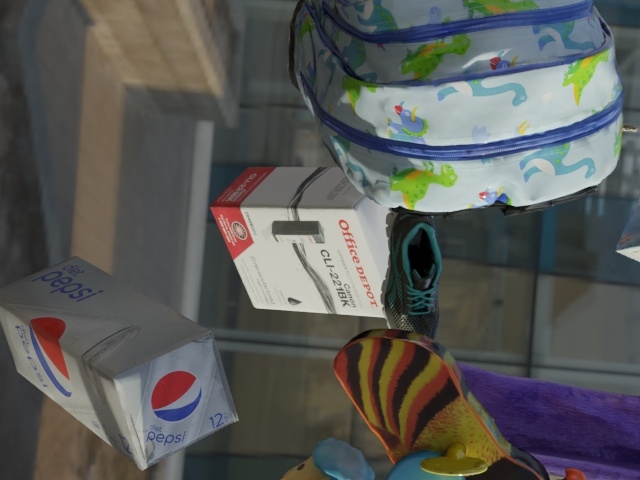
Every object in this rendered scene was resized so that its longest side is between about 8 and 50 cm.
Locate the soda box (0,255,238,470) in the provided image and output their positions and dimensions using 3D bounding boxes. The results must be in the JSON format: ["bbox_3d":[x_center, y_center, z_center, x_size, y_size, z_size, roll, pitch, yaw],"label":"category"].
[{"bbox_3d":[-0.192,0.100,1.170,0.286,0.098,0.091,22,-49,54],"label":"soda box"}]

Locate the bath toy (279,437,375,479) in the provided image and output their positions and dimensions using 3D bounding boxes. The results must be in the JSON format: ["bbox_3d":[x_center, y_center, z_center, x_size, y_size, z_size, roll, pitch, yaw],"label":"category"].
[{"bbox_3d":[-0.052,0.298,1.080,0.348,0.151,0.129,-41,155,-58],"label":"bath toy"}]

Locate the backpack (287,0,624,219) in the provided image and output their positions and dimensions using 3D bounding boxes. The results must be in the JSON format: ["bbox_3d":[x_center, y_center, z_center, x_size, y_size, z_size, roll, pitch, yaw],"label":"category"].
[{"bbox_3d":[0.117,-0.145,1.105,0.356,0.290,0.273,-94,-178,-54],"label":"backpack"}]

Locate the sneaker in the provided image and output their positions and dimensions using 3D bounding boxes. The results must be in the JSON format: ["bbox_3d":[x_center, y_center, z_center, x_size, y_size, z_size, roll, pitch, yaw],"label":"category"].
[{"bbox_3d":[0.097,0.041,1.353,0.076,0.065,0.167,-118,-159,-73],"label":"sneaker"}]

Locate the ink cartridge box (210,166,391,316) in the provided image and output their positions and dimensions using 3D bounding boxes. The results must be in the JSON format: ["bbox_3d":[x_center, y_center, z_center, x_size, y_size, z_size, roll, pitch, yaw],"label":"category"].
[{"bbox_3d":[0.000,0.000,1.939,0.114,0.272,0.197,-48,127,-40],"label":"ink cartridge box"}]

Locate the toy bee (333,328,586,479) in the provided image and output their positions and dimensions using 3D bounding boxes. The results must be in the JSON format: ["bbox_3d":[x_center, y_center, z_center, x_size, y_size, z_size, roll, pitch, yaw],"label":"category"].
[{"bbox_3d":[0.138,0.197,1.133,0.195,0.162,0.298,-90,155,-66],"label":"toy bee"}]

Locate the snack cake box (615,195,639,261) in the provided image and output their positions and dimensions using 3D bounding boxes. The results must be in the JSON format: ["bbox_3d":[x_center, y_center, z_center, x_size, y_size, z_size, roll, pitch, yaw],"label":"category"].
[{"bbox_3d":[0.476,-0.002,1.607,0.264,0.152,0.089,121,-5,-86],"label":"snack cake box"}]

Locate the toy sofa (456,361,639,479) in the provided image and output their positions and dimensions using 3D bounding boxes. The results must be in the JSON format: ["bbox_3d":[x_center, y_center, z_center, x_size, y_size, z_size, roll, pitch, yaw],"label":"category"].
[{"bbox_3d":[0.264,0.217,1.304,0.150,0.362,0.177,112,-12,-77],"label":"toy sofa"}]

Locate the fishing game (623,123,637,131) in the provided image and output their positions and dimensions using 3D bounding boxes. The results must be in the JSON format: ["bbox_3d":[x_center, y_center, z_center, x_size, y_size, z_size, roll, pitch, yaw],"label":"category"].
[{"bbox_3d":[0.302,-0.109,1.774,0.264,0.189,0.041,-41,134,-45],"label":"fishing game"}]
